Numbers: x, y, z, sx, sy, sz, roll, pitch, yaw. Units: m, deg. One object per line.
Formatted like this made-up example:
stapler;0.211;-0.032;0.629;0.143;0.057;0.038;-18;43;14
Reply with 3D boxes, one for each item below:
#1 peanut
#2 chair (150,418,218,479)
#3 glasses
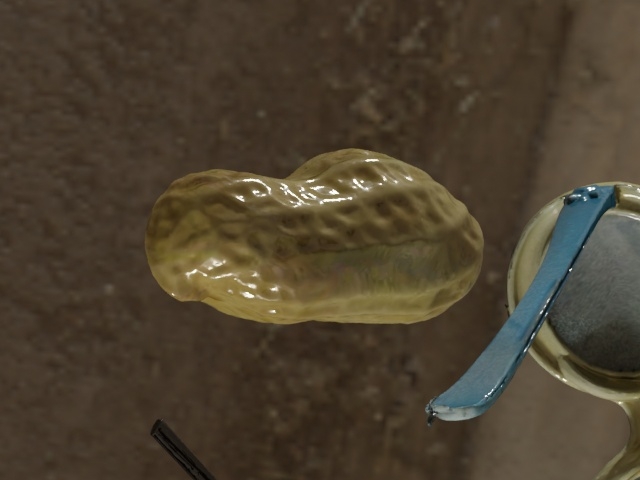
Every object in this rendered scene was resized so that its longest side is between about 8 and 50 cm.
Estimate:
peanut;0.000;0.000;1.028;0.194;0.083;0.093;4;103;-30
chair;-0.055;0.279;1.429;0.247;0.159;0.172;33;97;-22
glasses;0.081;0.085;0.677;0.220;0.088;0.189;-19;98;-56
